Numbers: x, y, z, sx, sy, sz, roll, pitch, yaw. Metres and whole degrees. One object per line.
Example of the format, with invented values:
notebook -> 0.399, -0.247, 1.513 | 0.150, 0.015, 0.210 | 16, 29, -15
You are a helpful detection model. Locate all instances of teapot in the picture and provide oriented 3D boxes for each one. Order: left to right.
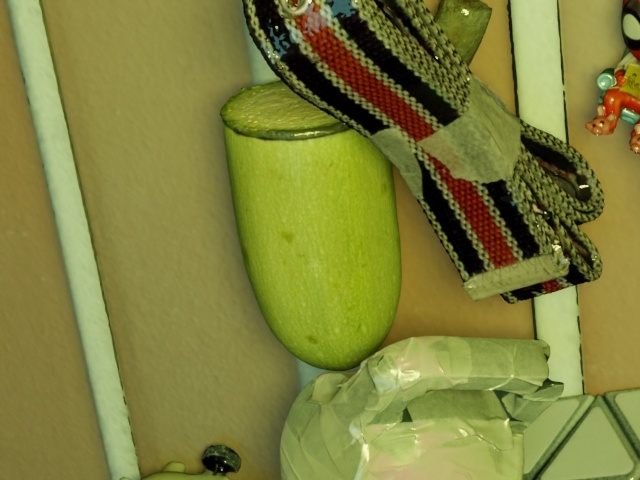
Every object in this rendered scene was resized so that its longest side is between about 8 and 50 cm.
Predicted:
teapot -> 0.074, 0.169, 1.334 | 0.178, 0.163, 0.221 | 12, 158, -34

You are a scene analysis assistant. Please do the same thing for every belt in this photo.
belt -> 0.082, -0.084, 1.196 | 0.094, 0.126, 0.359 | -19, 132, 34

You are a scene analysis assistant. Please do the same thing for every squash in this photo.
squash -> 0.000, 0.000, 1.337 | 0.132, 0.132, 0.247 | 3, 118, 23

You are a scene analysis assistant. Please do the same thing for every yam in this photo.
yam -> 0.096, -0.145, 1.264 | 0.043, 0.043, 0.094 | 28, 124, 7

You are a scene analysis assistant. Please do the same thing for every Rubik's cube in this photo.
Rubik's cube -> 0.287, 0.231, 1.334 | 0.228, 0.233, 0.229 | -1, 168, -16

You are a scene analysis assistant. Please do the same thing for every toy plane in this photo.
toy plane -> -0.060, 0.255, 1.544 | 0.286, 0.092, 0.108 | -3, 138, 26

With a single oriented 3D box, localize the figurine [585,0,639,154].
figurine -> 0.239, -0.137, 1.189 | 0.068, 0.075, 0.140 | 23, 114, 13
